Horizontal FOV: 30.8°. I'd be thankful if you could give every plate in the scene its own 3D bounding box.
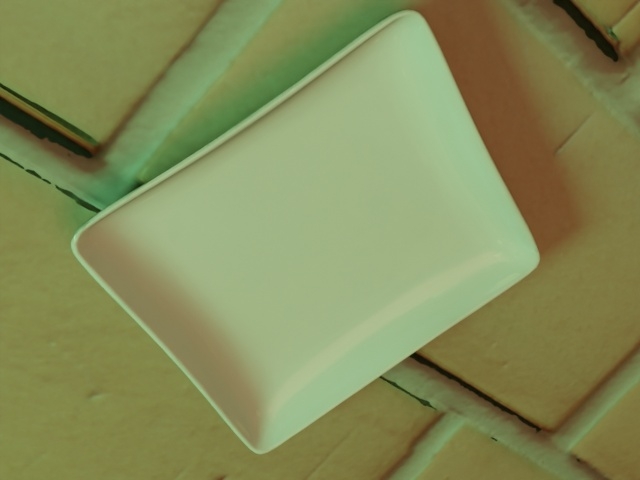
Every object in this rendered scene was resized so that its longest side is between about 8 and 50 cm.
[{"bbox_3d":[0.000,0.000,0.846,0.277,0.045,0.278,-34,131,1],"label":"plate"}]
